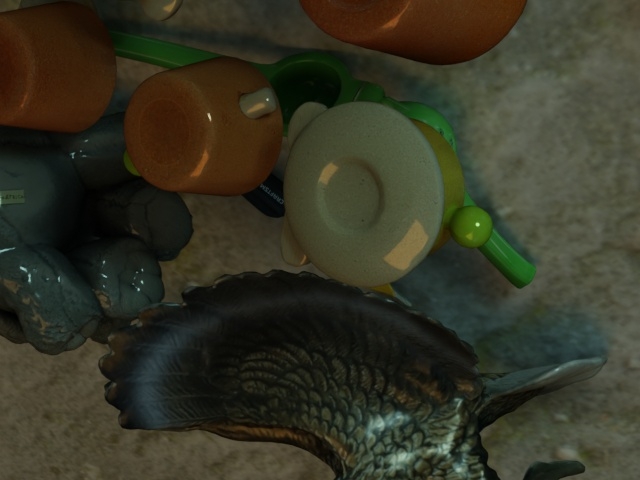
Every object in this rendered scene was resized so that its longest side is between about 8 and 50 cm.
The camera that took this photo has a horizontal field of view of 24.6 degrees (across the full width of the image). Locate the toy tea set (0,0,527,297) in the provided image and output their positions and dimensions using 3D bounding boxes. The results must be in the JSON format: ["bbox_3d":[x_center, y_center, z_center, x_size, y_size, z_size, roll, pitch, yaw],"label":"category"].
[{"bbox_3d":[-0.035,-0.108,0.758,0.336,0.124,0.200,20,107,31],"label":"toy tea set"}]

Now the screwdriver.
[{"bbox_3d":[0.000,0.000,0.947,0.170,0.025,0.024,42,139,-23],"label":"screwdriver"}]

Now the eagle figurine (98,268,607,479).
[{"bbox_3d":[0.017,0.117,0.940,0.298,0.225,0.226,37,121,4],"label":"eagle figurine"}]

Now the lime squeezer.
[{"bbox_3d":[0.012,-0.067,0.850,0.310,0.059,0.110,28,175,-9],"label":"lime squeezer"}]

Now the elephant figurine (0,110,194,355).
[{"bbox_3d":[-0.199,0.008,0.967,0.239,0.169,0.186,-19,100,61],"label":"elephant figurine"}]
